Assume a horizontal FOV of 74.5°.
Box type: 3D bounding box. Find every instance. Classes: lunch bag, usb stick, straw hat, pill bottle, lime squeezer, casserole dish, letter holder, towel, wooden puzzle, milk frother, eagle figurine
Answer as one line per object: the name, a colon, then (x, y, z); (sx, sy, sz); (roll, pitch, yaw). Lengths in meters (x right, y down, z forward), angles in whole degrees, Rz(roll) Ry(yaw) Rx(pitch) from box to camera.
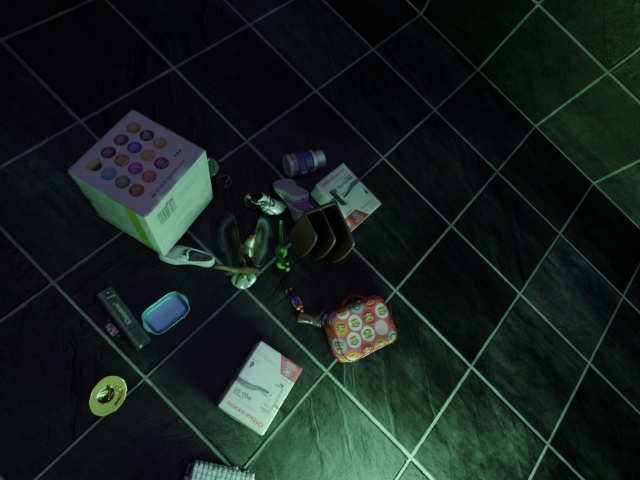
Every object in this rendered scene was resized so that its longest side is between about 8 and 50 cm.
lunch bag: (0.163, 0.360, 1.808); (0.293, 0.120, 0.258); (-17, 80, -25)
usb stick: (-0.748, 0.293, 1.589); (0.278, 0.045, 0.077); (51, 49, 5)
straw hat: (-0.767, 0.543, 1.487); (0.061, 0.144, 0.144); (3, 65, 28)
pill bottle: (-0.076, -0.369, 1.993); (0.187, 0.112, 0.112); (-17, 77, -21)
lime squeezer: (-0.172, 0.050, 1.832); (0.059, 0.109, 0.310); (-9, 43, -3)
casserole dish: (-0.604, 0.285, 1.646); (0.188, 0.037, 0.114); (-40, 86, -25)
letter holder: (0.000, 0.000, 1.785); (0.152, 0.302, 0.214); (-21, 80, -23)
towel: (-0.378, 0.923, 1.456); (0.235, 0.121, 0.283); (15, 70, -10)
wooden puzzle: (-0.780, 0.329, 1.592); (0.049, 0.006, 0.083); (-38, 86, -25)
milk frother: (-0.457, -0.293, 1.835); (0.143, 0.135, 0.129); (11, 100, -11)
eagle figurine: (-0.315, 0.029, 1.767); (0.226, 0.225, 0.298); (48, 20, -40)

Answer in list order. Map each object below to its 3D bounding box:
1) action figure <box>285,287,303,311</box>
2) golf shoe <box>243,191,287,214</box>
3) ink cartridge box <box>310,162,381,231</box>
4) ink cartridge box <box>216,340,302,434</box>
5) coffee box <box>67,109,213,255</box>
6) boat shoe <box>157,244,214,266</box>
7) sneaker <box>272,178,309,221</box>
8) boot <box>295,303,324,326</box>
action figure: (-0.108, 0.258, 1.804); (0.038, 0.030, 0.115); (-27, 73, -28)
golf shoe: (-0.242, -0.168, 1.883); (0.198, 0.094, 0.077); (7, 69, -17)
ink cartridge box: (0.117, -0.200, 1.993); (0.273, 0.114, 0.197); (47, 66, 3)
ink cartridge box: (-0.234, 0.565, 1.620); (0.207, 0.117, 0.283); (35, 65, -4)
coffee box: (-0.658, -0.212, 1.613); (0.334, 0.338, 0.337); (30, 65, 5)
boat shoe: (-0.546, 0.056, 1.720); (0.226, 0.076, 0.083); (7, 70, -15)
sneaker: (-0.133, -0.173, 1.887); (0.102, 0.282, 0.161); (-19, 123, -17)
boot: (-0.045, 0.312, 1.814); (0.114, 0.037, 0.106); (15, 66, -7)
